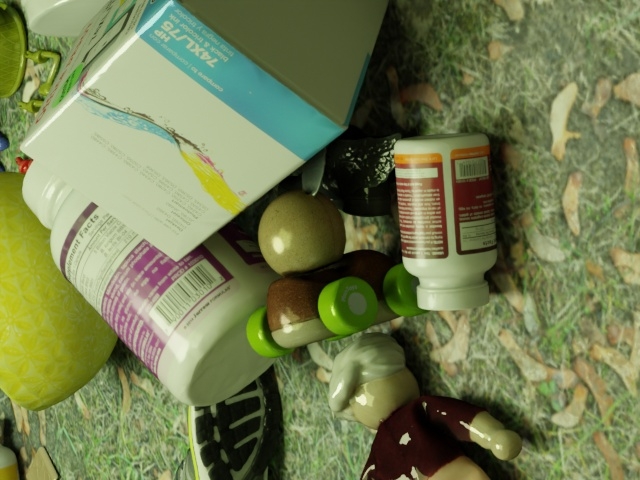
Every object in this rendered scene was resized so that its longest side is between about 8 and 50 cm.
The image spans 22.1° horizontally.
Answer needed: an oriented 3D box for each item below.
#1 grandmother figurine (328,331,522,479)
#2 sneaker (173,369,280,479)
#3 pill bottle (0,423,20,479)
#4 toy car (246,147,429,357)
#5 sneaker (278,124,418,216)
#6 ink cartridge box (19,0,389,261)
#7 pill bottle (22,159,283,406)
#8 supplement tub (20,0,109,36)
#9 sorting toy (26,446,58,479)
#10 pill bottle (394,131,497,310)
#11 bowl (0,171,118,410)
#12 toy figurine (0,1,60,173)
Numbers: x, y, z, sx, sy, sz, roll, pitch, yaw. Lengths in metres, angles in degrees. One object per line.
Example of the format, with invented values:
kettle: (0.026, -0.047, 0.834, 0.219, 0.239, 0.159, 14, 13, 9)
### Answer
grandmother figurine: (0.107, 0.230, 1.515, 0.208, 0.104, 0.342, -42, 59, 17)
sneaker: (-0.117, 0.245, 1.791, 0.121, 0.111, 0.300, 13, 106, 54)
pill bottle: (-0.465, 0.344, 2.255, 0.103, 0.103, 0.184, -7, 93, 52)
toy car: (0.000, 0.000, 1.543, 0.155, 0.149, 0.188, -22, 84, 53)
sneaker: (0.024, -0.074, 1.586, 0.170, 0.051, 0.089, 13, 110, 44)
ink cartridge box: (-0.108, -0.155, 1.531, 0.270, 0.197, 0.198, -37, 25, 41)
pill bottle: (-0.172, 0.015, 1.695, 0.301, 0.169, 0.169, 45, 131, 24)
supplement tub: (-0.242, -0.390, 1.710, 0.228, 0.228, 0.316, -19, 83, 52)
sorting toy: (-0.368, 0.327, 2.202, 0.083, 0.012, 0.062, 57, 132, 33)
pill bottle: (0.112, -0.017, 1.453, 0.086, 0.086, 0.152, 4, 100, 52)
bowl: (-0.301, 0.040, 1.913, 0.156, 0.289, 0.289, -18, 81, 9)
toy figurine: (-0.487, -0.110, 2.093, 0.191, 0.217, 0.363, 42, 129, 39)
